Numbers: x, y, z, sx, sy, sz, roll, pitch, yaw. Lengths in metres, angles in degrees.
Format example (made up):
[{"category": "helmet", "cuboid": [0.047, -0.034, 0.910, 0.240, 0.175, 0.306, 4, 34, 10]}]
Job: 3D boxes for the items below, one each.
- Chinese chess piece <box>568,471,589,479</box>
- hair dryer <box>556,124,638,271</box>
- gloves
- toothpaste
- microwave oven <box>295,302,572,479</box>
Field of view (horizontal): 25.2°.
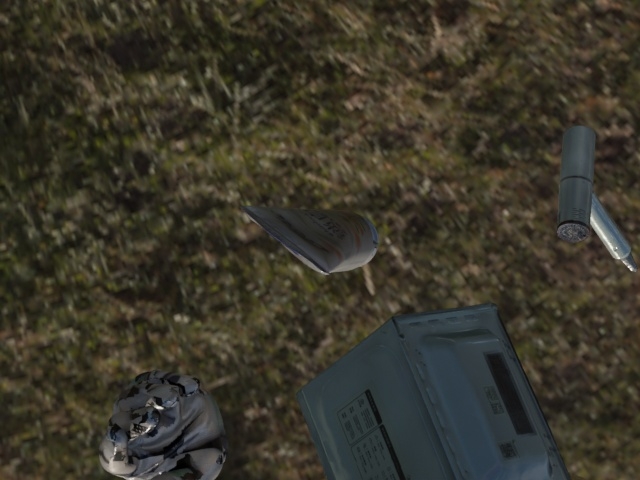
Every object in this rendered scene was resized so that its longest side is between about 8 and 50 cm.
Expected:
[{"category": "Chinese chess piece", "cuboid": [0.305, 0.356, 1.758, 0.251, 0.251, 0.097, 18, 99, -30]}, {"category": "hair dryer", "cuboid": [0.354, -0.034, 1.793, 0.044, 0.154, 0.183, -16, 139, 35]}, {"category": "gloves", "cuboid": [-0.161, 0.189, 1.391, 0.212, 0.111, 0.127, 19, 81, -61]}, {"category": "toothpaste", "cuboid": [0.000, 0.000, 1.423, 0.066, 0.100, 0.323, -52, 170, 8]}, {"category": "microwave oven", "cuboid": [0.097, 0.173, 1.088, 0.122, 0.208, 0.162, -4, 154, -40]}]
